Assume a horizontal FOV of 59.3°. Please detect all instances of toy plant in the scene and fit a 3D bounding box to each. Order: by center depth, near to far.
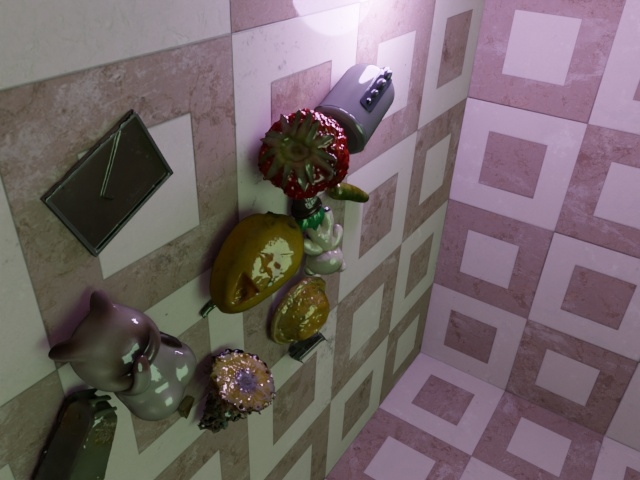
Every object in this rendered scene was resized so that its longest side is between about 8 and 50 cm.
[{"bbox_3d":[-0.046,-0.099,2.000,0.143,0.105,0.200,-50,139,-35],"label":"toy plant"}]

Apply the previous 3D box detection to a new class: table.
[{"bbox_3d":[-0.060,0.438,2.365,0.146,0.062,0.175,-42,152,-2],"label":"table"}]

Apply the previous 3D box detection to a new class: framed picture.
[{"bbox_3d":[-0.476,-0.129,1.294,0.289,0.016,0.213,-55,150,-24],"label":"framed picture"}]

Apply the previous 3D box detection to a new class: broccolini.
[{"bbox_3d":[-0.305,0.172,1.809,0.216,0.058,0.067,-45,109,-25],"label":"broccolini"}]

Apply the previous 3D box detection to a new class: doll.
[{"bbox_3d":[-0.460,0.303,1.402,0.215,0.226,0.370,-58,151,-21],"label":"doll"},{"bbox_3d":[0.004,-0.002,2.185,0.149,0.175,0.278,-97,-179,-61],"label":"doll"}]

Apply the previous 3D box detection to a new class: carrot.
[{"bbox_3d":[0.129,-0.191,2.307,0.358,0.074,0.074,3,106,-63],"label":"carrot"}]

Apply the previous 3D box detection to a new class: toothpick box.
[{"bbox_3d":[0.135,-0.477,1.941,0.316,0.229,0.229,-56,151,-24],"label":"toothpick box"}]

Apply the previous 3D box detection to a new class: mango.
[{"bbox_3d":[-0.203,0.068,1.746,0.365,0.182,0.253,-51,125,-15],"label":"mango"}]

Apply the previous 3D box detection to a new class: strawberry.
[{"bbox_3d":[-0.043,-0.258,1.779,0.343,0.292,0.292,22,90,-79],"label":"strawberry"}]

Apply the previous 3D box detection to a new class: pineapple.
[{"bbox_3d":[-0.318,0.544,1.909,0.262,0.262,0.271,-22,151,-55],"label":"pineapple"}]

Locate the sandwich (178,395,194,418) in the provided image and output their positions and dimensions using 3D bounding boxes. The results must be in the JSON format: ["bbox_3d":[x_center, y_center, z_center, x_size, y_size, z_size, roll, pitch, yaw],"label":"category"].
[{"bbox_3d":[-0.442,0.546,1.827,0.044,0.031,0.083,5,105,-64],"label":"sandwich"}]

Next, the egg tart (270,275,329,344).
[{"bbox_3d":[-0.062,0.289,2.207,0.319,0.128,0.319,-39,145,-34],"label":"egg tart"}]

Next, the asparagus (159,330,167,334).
[{"bbox_3d":[-0.445,0.288,1.654,0.015,0.014,0.114,-31,148,2],"label":"asparagus"}]

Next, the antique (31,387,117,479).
[{"bbox_3d":[-0.601,0.514,1.406,0.150,0.125,0.284,9,101,-63],"label":"antique"}]
